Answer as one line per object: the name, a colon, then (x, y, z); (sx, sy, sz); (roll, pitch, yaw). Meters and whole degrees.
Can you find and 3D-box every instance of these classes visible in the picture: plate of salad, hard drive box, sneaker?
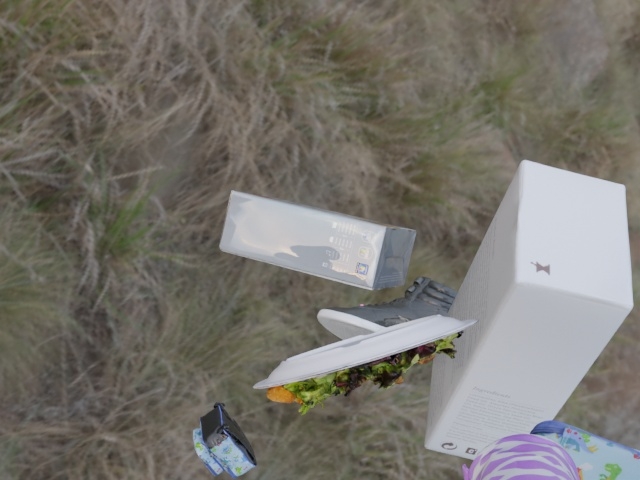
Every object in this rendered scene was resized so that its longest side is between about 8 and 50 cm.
plate of salad: (0.041, 0.105, 0.844); (0.199, 0.199, 0.048); (-11, 83, -49)
hard drive box: (0.000, 0.000, 1.422); (0.181, 0.232, 0.089); (3, 99, -72)
sneaker: (0.149, 0.140, 1.973); (0.105, 0.295, 0.147); (79, 24, -61)

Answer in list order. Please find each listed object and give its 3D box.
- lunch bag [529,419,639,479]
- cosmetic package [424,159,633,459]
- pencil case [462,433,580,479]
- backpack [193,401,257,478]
lunch bag: (0.321, 0.292, 1.084); (0.090, 0.218, 0.176); (-58, 146, -29)
cosmetic package: (0.296, 0.126, 1.479); (0.161, 0.453, 0.230); (14, 50, -2)
pencil case: (0.134, 0.199, 0.652); (0.206, 0.088, 0.086); (-39, 114, -75)
backpack: (-0.173, 0.370, 1.777); (0.114, 0.084, 0.105); (53, 3, -25)
